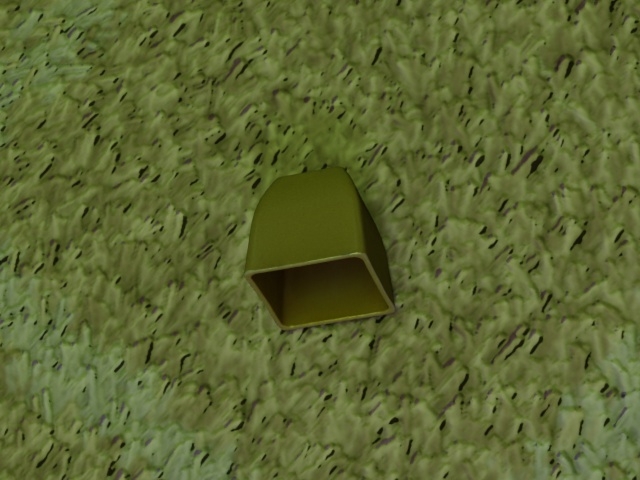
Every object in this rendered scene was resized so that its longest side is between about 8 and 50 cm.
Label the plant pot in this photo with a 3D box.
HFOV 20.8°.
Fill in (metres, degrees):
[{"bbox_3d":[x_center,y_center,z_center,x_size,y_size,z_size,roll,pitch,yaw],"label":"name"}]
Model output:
[{"bbox_3d":[0.000,0.000,1.149,0.081,0.081,0.083,-10,57,14],"label":"plant pot"}]
